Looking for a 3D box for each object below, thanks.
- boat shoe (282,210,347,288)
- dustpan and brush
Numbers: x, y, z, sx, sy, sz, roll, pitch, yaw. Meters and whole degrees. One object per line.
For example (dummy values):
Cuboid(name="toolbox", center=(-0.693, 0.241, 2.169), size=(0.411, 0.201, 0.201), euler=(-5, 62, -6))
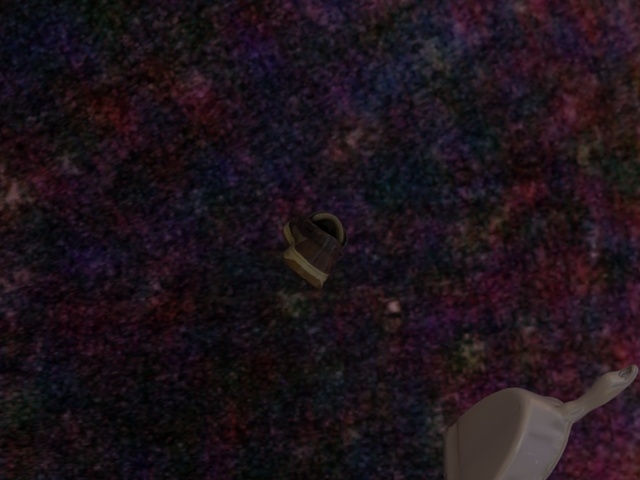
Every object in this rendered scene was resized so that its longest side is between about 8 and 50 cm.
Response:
Cuboid(name="boat shoe", center=(0.000, 0.000, 0.855), size=(0.056, 0.049, 0.152), euler=(41, 10, -12))
Cuboid(name="dustpan and brush", center=(0.202, 0.173, 0.912), size=(0.060, 0.211, 0.147), euler=(31, 28, -13))
